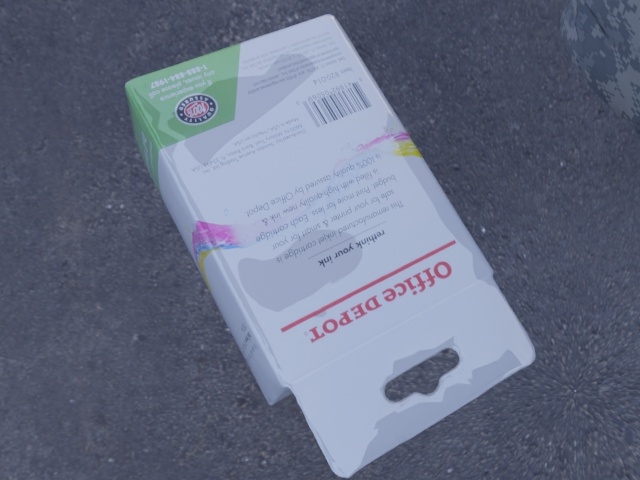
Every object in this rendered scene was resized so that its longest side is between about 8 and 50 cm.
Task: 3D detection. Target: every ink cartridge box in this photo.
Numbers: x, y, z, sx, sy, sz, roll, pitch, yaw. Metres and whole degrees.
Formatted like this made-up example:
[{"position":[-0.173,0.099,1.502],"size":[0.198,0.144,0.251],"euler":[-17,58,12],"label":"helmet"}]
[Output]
[{"position":[0.000,0.000,0.573],"size":[0.207,0.119,0.354],"euler":[-25,77,-19],"label":"ink cartridge box"}]

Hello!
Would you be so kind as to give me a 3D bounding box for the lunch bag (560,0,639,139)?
[{"position":[0.334,-0.222,0.542],"size":[0.256,0.305,0.213],"euler":[40,85,19],"label":"lunch bag"}]
